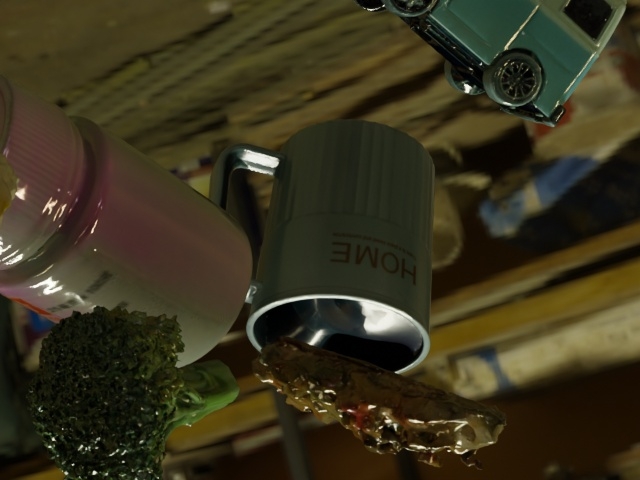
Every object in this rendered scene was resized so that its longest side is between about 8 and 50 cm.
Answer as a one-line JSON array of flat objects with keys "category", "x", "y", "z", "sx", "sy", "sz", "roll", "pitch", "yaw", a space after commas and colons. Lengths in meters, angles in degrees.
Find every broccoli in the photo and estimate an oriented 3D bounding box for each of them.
[{"category": "broccoli", "x": -0.162, "y": 0.144, "z": 1.348, "sx": 0.194, "sy": 0.219, "sz": 0.194, "roll": -28, "pitch": 144, "yaw": -23}]

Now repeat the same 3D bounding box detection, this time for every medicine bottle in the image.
[{"category": "medicine bottle", "x": -0.271, "y": -0.015, "z": 1.664, "sx": 0.219, "sy": 0.219, "sz": 0.388, "roll": -22, "pitch": 144, "yaw": 29}]

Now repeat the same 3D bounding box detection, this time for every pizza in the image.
[{"category": "pizza", "x": 0.056, "y": 0.138, "z": 1.189, "sx": 0.226, "sy": 0.069, "sz": 0.147, "roll": 17, "pitch": 173, "yaw": 26}]

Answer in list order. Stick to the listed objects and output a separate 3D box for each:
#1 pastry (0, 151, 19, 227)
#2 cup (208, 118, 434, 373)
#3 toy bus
[{"category": "pastry", "x": -0.312, "y": -0.072, "z": 1.066, "sx": 0.089, "sy": 0.258, "sz": 0.121, "roll": 4, "pitch": -136, "yaw": 49}, {"category": "cup", "x": 0.007, "y": 0.011, "z": 2.184, "sx": 0.331, "sy": 0.311, "sz": 0.256, "roll": -1, "pitch": 148, "yaw": 14}, {"category": "toy bus", "x": 0.133, "y": -0.243, "z": 1.330, "sx": 0.164, "sy": 0.271, "sz": 0.133, "roll": -52, "pitch": -161, "yaw": 0}]
